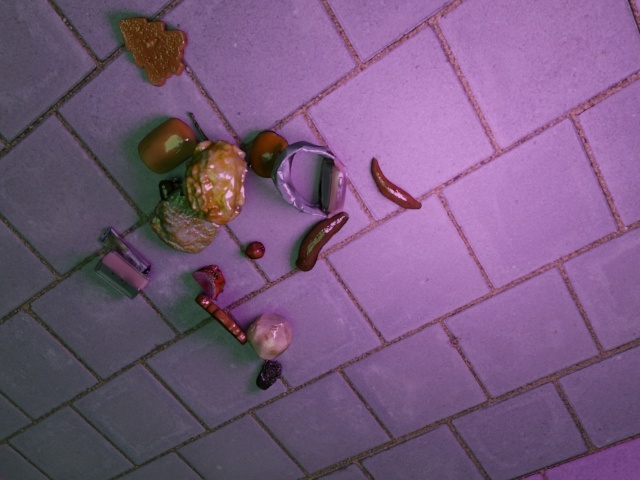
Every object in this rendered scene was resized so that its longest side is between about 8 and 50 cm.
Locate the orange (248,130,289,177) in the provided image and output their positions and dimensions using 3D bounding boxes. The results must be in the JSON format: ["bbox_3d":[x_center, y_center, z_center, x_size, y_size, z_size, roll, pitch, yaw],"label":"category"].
[{"bbox_3d":[-0.184,-0.295,1.487,0.160,0.112,0.170,-27,97,15],"label":"orange"}]

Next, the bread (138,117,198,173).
[{"bbox_3d":[-0.544,-0.329,1.501,0.217,0.098,0.147,-33,103,15],"label":"bread"}]

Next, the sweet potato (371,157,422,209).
[{"bbox_3d":[0.260,-0.183,1.528,0.255,0.058,0.078,41,93,-10],"label":"sweet potato"}]

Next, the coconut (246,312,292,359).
[{"bbox_3d":[-0.202,0.385,1.735,0.194,0.194,0.194,1,113,3],"label":"coconut"}]

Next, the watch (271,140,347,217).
[{"bbox_3d":[-0.043,-0.206,1.447,0.241,0.162,0.253,-2,113,-18],"label":"watch"}]

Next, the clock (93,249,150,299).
[{"bbox_3d":[-0.794,0.141,1.699,0.192,0.071,0.147,42,140,-13],"label":"clock"}]

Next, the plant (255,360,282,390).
[{"bbox_3d":[-0.230,0.591,1.874,0.094,0.092,0.143,36,117,-2],"label":"plant"}]

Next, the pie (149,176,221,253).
[{"bbox_3d":[-0.502,-0.082,1.600,0.257,0.105,0.274,18,114,-14],"label":"pie"}]

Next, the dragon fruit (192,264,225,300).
[{"bbox_3d":[-0.425,0.154,1.699,0.096,0.102,0.147,-37,101,15],"label":"dragon fruit"}]

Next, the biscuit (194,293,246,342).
[{"bbox_3d":[-0.388,0.321,1.716,0.043,0.284,0.306,-48,125,-20],"label":"biscuit"}]

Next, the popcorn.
[{"bbox_3d":[-0.352,-0.202,1.464,0.215,0.252,0.286,14,108,12],"label":"popcorn"}]

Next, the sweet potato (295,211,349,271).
[{"bbox_3d":[-0.003,-0.004,1.615,0.112,0.085,0.286,28,104,-44],"label":"sweet potato"}]

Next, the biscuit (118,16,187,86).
[{"bbox_3d":[-0.553,-0.639,1.400,0.238,0.041,0.212,38,116,-12],"label":"biscuit"}]

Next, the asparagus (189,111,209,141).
[{"bbox_3d":[-0.428,-0.394,1.507,0.018,0.015,0.127,-28,109,5],"label":"asparagus"}]

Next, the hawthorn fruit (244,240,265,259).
[{"bbox_3d":[-0.253,0.041,1.651,0.077,0.077,0.077,1,113,3],"label":"hawthorn fruit"}]

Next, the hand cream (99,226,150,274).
[{"bbox_3d":[-0.776,0.050,1.707,0.235,0.055,0.086,43,112,-7],"label":"hand cream"}]
